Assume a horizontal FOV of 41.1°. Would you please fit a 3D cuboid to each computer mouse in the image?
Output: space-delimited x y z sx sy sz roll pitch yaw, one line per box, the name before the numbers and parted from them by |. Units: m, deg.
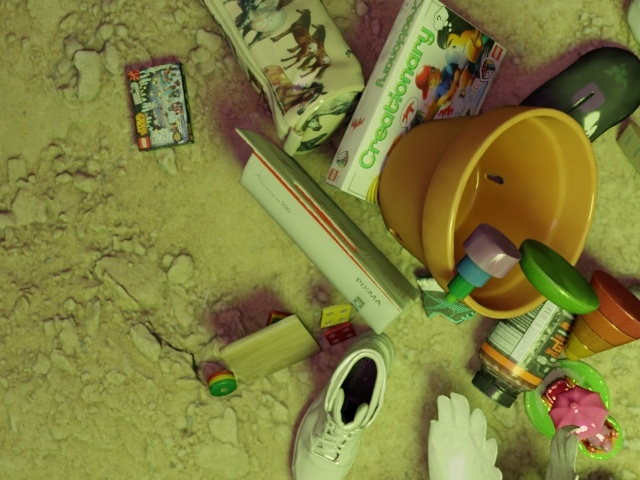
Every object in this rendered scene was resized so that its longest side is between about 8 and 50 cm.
computer mouse | 0.381 -0.186 1.294 0.272 0.072 0.188 -42 83 8

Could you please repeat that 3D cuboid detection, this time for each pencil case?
pencil case | -0.082 -0.328 1.304 0.183 0.160 0.411 -26 79 -25

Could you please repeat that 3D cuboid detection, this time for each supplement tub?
supplement tub | 0.311 0.154 1.293 0.106 0.106 0.198 33 96 8

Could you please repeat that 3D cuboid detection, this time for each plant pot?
plant pot | 0.222 -0.057 1.218 0.203 0.290 0.291 24 96 51

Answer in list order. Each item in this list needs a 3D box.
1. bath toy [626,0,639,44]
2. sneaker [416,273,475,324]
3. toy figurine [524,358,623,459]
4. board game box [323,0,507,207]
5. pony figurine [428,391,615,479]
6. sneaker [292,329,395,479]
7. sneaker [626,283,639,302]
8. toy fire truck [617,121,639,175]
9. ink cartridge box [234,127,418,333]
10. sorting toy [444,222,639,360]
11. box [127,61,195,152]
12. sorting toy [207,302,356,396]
bath toy | 0.626 -0.334 1.224 0.348 0.129 0.152 10 58 9
sneaker | 0.226 0.094 1.315 0.166 0.065 0.076 6 105 41
toy figurine | 0.386 0.267 1.253 0.130 0.159 0.173 -40 85 7
board game box | 0.146 -0.191 1.284 0.053 0.192 0.306 29 97 50
pony figurine | 0.293 0.416 1.195 0.363 0.302 0.351 14 84 -26
sneaker | 0.022 0.282 1.312 0.108 0.169 0.293 23 96 7
sneaker | 0.547 0.190 1.255 0.297 0.111 0.129 49 121 14
toy fire truck | 0.561 -0.109 1.212 0.246 0.158 0.217 24 125 5
ink cartridge box | 0.000 0.000 1.201 0.091 0.385 0.308 -43 84 7
sorting toy | 0.301 0.090 1.149 0.126 0.365 0.127 -52 38 24
box | -0.266 -0.222 1.426 0.093 0.027 0.137 -9 89 11
sorting toy | -0.073 0.157 1.353 0.274 0.132 0.046 -25 57 5
